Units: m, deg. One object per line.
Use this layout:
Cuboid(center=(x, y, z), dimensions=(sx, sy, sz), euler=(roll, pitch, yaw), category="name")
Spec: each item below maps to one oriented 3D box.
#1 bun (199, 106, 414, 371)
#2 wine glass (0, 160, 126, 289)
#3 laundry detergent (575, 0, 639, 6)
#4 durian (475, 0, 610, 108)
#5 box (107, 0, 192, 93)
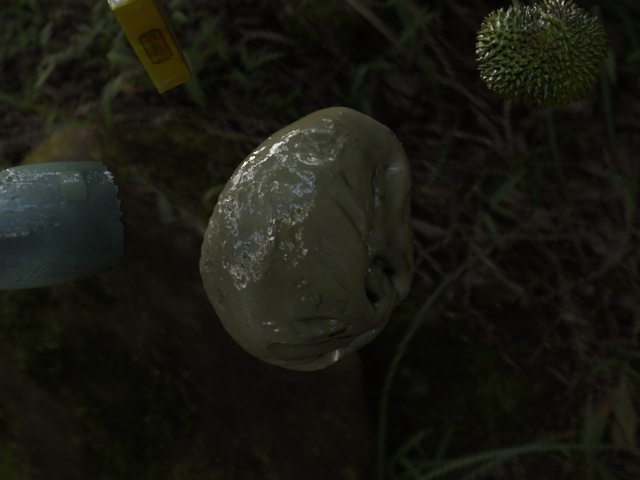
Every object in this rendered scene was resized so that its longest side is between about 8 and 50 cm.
Cuboid(center=(0.000, 0.000, 1.847), dimensions=(0.234, 0.326, 0.362), euler=(27, 88, 35), category="bun")
Cuboid(center=(-0.280, -0.033, 0.911), dimensions=(0.264, 0.309, 0.096), euler=(118, 140, -61), category="wine glass")
Cuboid(center=(0.416, -0.343, 1.840), dimensions=(0.206, 0.096, 0.061), euler=(3, 98, 13), category="laundry detergent")
Cuboid(center=(0.284, -0.246, 1.825), dimensions=(0.198, 0.146, 0.159), euler=(8, 23, 43), category="durian")
Cuboid(center=(-0.192, -0.274, 1.202), dimensions=(0.043, 0.152, 0.269), euler=(-24, 68, -2), category="box")
